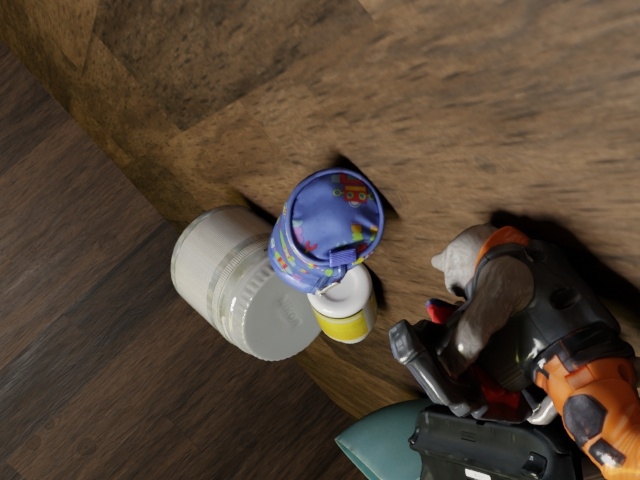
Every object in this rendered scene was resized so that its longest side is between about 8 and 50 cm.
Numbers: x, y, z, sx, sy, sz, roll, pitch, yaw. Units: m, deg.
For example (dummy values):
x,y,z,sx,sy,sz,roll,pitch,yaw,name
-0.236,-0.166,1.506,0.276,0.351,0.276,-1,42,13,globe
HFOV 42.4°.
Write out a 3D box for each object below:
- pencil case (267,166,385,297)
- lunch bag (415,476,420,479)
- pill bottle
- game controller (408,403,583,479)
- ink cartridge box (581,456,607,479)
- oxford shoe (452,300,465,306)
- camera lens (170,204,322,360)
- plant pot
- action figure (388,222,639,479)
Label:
x,y,z,sx,sy,sz,roll,pitch,yaw,name
0.000,0.000,1.084,0.306,0.119,0.133,127,128,-78,pencil case
0.285,0.482,1.380,0.262,0.160,0.223,-5,139,25,lunch bag
0.039,0.103,1.335,0.103,0.103,0.184,41,166,23,pill bottle
0.195,0.280,0.945,0.319,0.067,0.167,163,93,-69,game controller
0.283,0.376,0.970,0.307,0.129,0.223,144,118,-66,ink cartridge box
0.191,0.157,1.046,0.098,0.097,0.271,45,158,24,oxford shoe
-0.133,0.072,1.540,0.274,0.219,0.219,34,163,45,camera lens
0.198,0.429,1.642,0.290,0.195,0.290,43,167,12,plant pot
0.231,0.106,0.710,0.330,0.178,0.341,47,-163,28,action figure
